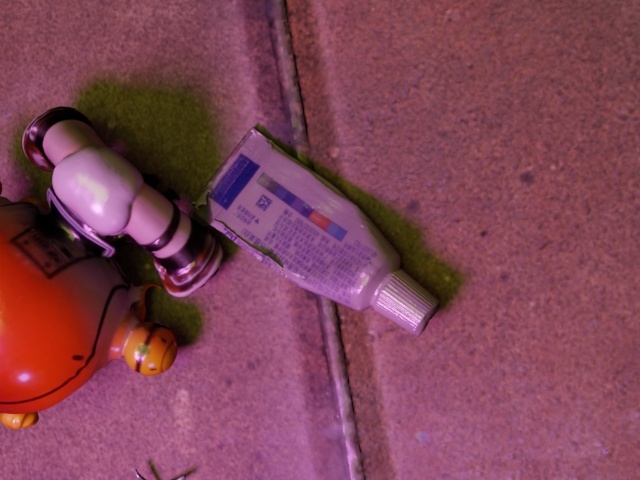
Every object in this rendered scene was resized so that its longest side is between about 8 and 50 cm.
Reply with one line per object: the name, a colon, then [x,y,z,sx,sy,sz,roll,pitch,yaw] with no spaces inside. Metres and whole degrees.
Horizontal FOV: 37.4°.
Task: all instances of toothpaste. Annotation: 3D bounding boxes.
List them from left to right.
toothpaste: [-0.001,0.001,0.963,0.282,0.099,0.068,36,146,20]

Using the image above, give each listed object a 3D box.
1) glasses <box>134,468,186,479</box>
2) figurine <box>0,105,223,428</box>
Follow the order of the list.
glasses: [-0.182,0.306,1.045,0.140,0.062,0.104,12,72,18]
figurine: [-0.295,0.043,0.989,0.320,0.196,0.323,40,92,7]
